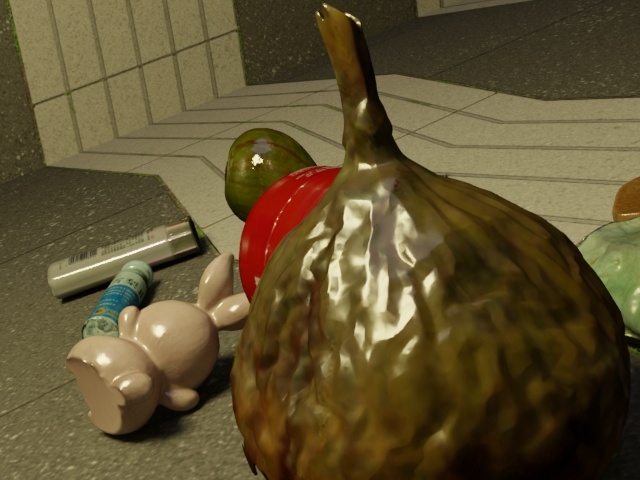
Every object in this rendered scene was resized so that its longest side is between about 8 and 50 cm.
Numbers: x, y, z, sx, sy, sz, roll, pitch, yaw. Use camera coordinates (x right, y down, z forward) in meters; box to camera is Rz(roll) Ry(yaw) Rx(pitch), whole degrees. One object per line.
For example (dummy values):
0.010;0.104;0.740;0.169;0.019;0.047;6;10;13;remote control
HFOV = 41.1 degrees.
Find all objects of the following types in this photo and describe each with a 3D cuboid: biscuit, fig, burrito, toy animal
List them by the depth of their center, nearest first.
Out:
0.045;0.022;0.599;0.286;0.368;0.286;-21;10;4;fig
0.304;0.041;0.718;0.144;0.089;0.229;-24;19;-8;burrito
-0.148;0.111;0.890;0.212;0.124;0.124;-31;24;-32;toy animal
0.418;-0.058;0.956;0.221;0.029;0.142;-27;21;-27;biscuit
-0.016;-0.079;1.277;0.259;0.151;0.151;11;27;10;fig

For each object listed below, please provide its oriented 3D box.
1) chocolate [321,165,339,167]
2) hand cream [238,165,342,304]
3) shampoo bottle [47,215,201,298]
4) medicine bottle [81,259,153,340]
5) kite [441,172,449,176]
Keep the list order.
0.000;0.000;1.069;0.110;0.110;0.291;-14;22;10;chocolate
0.024;0.020;0.858;0.193;0.193;0.125;-28;20;-25;hand cream
-0.299;0.025;1.309;0.227;0.056;0.086;-20;18;-4;shampoo bottle
-0.267;0.083;1.140;0.051;0.051;0.191;-15;21;9;medicine bottle
0.108;-0.052;1.229;0.183;0.014;0.241;1;26;40;kite
